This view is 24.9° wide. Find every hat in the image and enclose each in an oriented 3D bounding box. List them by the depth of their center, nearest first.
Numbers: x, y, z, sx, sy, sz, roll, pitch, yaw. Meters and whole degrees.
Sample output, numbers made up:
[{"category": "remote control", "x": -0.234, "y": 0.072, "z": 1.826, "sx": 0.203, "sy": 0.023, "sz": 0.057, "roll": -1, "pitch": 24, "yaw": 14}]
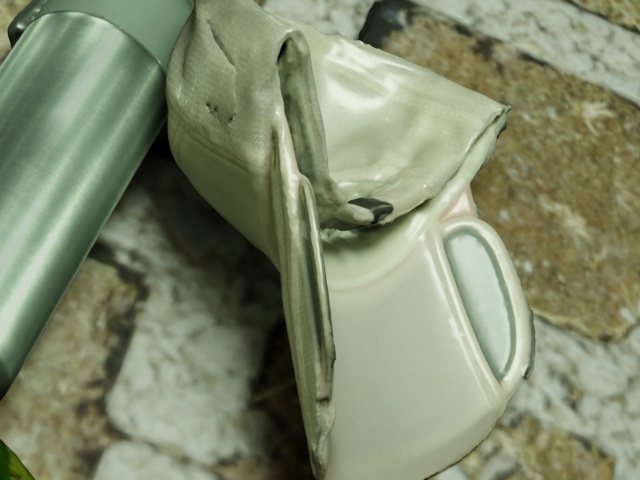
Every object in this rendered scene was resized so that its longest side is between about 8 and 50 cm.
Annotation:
[{"category": "hat", "x": 0.000, "y": 0.000, "z": 0.688, "sx": 0.219, "sy": 0.164, "sz": 0.225, "roll": 14, "pitch": 86, "yaw": -56}]

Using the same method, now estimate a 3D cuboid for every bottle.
[{"category": "bottle", "x": -0.133, "y": -0.038, "z": 0.661, "sx": 0.096, "sy": 0.079, "sz": 0.253, "roll": 12, "pitch": 50, "yaw": 15}]

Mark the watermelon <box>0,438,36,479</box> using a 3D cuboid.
[{"category": "watermelon", "x": -0.179, "y": 0.131, "z": 0.439, "sx": 0.128, "sy": 0.159, "sz": 0.303, "roll": 20, "pitch": 40, "yaw": 30}]
